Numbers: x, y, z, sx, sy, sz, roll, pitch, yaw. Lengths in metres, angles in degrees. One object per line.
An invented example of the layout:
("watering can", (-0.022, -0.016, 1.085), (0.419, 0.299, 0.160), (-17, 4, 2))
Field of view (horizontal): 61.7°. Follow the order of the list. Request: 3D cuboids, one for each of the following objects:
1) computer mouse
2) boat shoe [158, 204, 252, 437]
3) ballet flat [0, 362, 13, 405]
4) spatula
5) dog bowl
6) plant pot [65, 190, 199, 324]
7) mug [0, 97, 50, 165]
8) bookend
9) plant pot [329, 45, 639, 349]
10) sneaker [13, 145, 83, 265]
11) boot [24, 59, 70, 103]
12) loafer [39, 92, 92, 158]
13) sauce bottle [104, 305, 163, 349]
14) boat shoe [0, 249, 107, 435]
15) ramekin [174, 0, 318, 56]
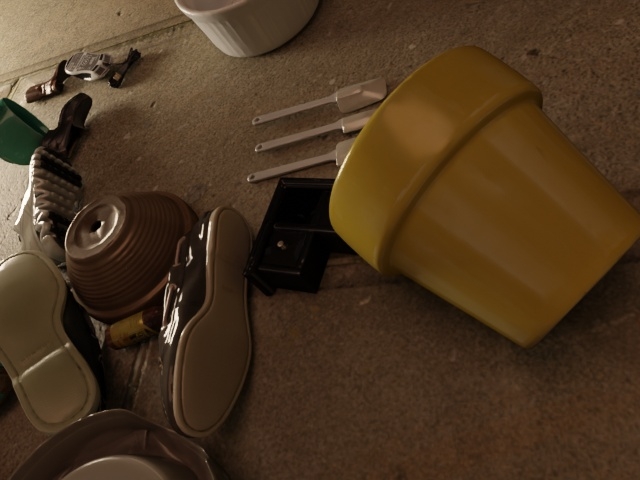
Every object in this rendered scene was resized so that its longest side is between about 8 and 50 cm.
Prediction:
("computer mouse", (-0.510, -0.402, 1.247), (0.193, 0.042, 0.106), (12, 71, 25))
("boat shoe", (-0.159, 0.102, 0.721), (0.095, 0.112, 0.335), (-26, 44, 32))
("ballet flat", (-0.621, 0.199, 0.891), (0.342, 0.116, 0.124), (19, 89, 30))
("spatula", (-0.007, -0.177, 0.874), (0.242, 0.019, 0.168), (-12, 61, 20))
("dog bowl", (-0.226, 0.368, 0.578), (0.349, 0.102, 0.348), (-12, 55, 18))
("plant pot", (-0.319, 0.004, 0.851), (0.237, 0.109, 0.237), (-13, 54, 19))
("mug", (-0.660, -0.231, 1.136), (0.097, 0.158, 0.129), (-46, 27, 1))
("bookend", (0.000, 0.000, 0.720), (0.156, 0.072, 0.157), (6, 64, 29))
("plant pot", (0.178, -0.029, 0.557), (0.254, 0.254, 0.239), (-45, 67, -6))
("sneaker", (-0.516, -0.062, 0.998), (0.118, 0.110, 0.292), (-34, 50, 14))
("boot", (-0.677, -0.392, 1.326), (0.114, 0.037, 0.106), (-12, 53, 25))
("loafer", (-0.528, -0.241, 1.148), (0.061, 0.062, 0.170), (16, 70, 9))
("sauce bottle", (-0.253, 0.121, 0.785), (0.128, 0.042, 0.042), (-24, 53, 13))
("boat shoe", (-0.395, 0.153, 0.792), (0.127, 0.113, 0.340), (-34, 56, -20))
("ramekin", (-0.135, -0.496, 1.052), (0.277, 0.135, 0.277), (-11, 59, 19))
